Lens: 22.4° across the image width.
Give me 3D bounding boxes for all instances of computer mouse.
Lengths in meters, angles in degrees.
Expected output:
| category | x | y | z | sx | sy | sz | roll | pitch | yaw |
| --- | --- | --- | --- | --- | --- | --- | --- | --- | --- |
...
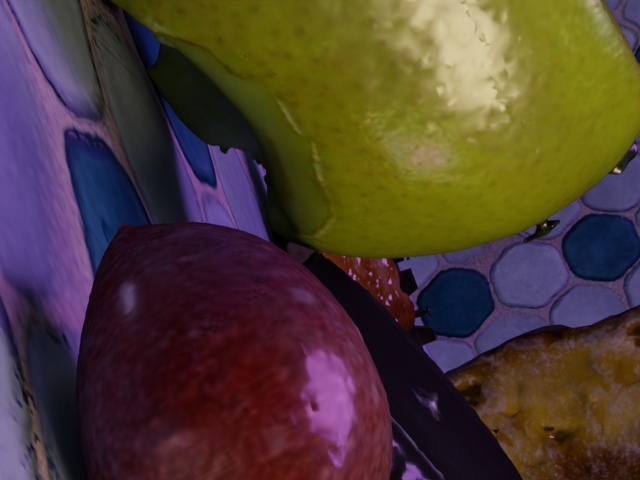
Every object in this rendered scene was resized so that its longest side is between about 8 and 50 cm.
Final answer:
| category | x | y | z | sx | sy | sz | roll | pitch | yaw |
| --- | --- | --- | --- | --- | --- | --- | --- | --- | --- |
| computer mouse | 0.018 | 0.096 | 0.728 | 0.168 | 0.087 | 0.295 | 49 | 5 | 2 |

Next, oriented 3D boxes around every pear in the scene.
| category | x | y | z | sx | sy | sz | roll | pitch | yaw |
| --- | --- | --- | --- | --- | --- | --- | --- | --- | --- |
| pear | -0.018 | -0.137 | 0.749 | 0.286 | 0.176 | 0.282 | 44 | -6 | 38 |

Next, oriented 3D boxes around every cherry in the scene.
| category | x | y | z | sx | sy | sz | roll | pitch | yaw |
| --- | --- | --- | --- | --- | --- | --- | --- | --- | --- |
| cherry | -0.008 | 0.094 | 0.459 | 0.107 | 0.090 | 0.226 | 109 | -41 | -75 |

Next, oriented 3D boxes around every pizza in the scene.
| category | x | y | z | sx | sy | sz | roll | pitch | yaw |
| --- | --- | --- | --- | --- | --- | --- | --- | --- | --- |
| pizza | 0.000 | 0.000 | 1.238 | 0.226 | 0.069 | 0.147 | 64 | 27 | -15 |

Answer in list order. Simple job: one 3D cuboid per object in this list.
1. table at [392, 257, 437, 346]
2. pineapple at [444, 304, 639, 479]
| category | x | y | z | sx | sy | sz | roll | pitch | yaw |
| --- | --- | --- | --- | --- | --- | --- | --- | --- | --- |
| table | 0.050 | 0.059 | 1.407 | 0.070 | 0.082 | 0.083 | -98 | 167 | -68 |
| pineapple | 0.197 | 0.231 | 0.911 | 0.352 | 0.352 | 0.300 | -106 | 177 | -51 |
